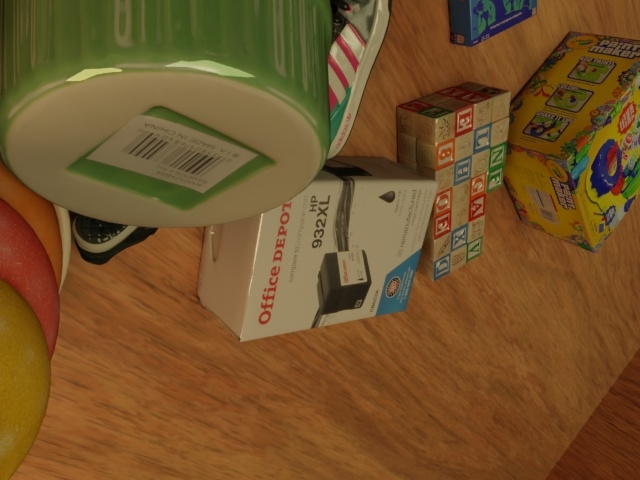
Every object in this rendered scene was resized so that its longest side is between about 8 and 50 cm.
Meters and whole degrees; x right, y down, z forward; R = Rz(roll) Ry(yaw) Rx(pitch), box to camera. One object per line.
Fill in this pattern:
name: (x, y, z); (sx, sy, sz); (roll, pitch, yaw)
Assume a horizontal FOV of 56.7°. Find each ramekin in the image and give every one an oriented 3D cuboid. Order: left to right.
ramekin: (-0.132, -0.127, 0.527); (0.303, 0.303, 0.148); (16, 59, -43)

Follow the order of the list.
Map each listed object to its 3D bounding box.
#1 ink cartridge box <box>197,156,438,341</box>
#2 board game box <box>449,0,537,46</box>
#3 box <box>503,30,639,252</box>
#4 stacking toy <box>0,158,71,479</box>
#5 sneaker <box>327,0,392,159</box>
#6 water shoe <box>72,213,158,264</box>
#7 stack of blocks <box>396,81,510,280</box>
ink cartridge box: (0.000, 0.000, 0.856); (0.307, 0.129, 0.223); (-5, 116, -38)
board game box: (0.262, -0.426, 0.902); (0.160, 0.047, 0.210); (-32, 128, -23)
box: (0.505, -0.186, 1.140); (0.279, 0.177, 0.290); (-50, 134, -8)
stacking toy: (-0.299, 0.088, 0.413); (0.351, 0.480, 0.350); (-19, 123, -32)
sneaker: (-0.026, -0.242, 0.719); (0.178, 0.124, 0.295); (-8, 119, -47)
water shoe: (-0.209, -0.049, 0.714); (0.203, 0.073, 0.080); (-39, 172, -32)
stack of blocks: (0.225, -0.100, 1.016); (0.171, 0.087, 0.297); (-24, 126, -28)
